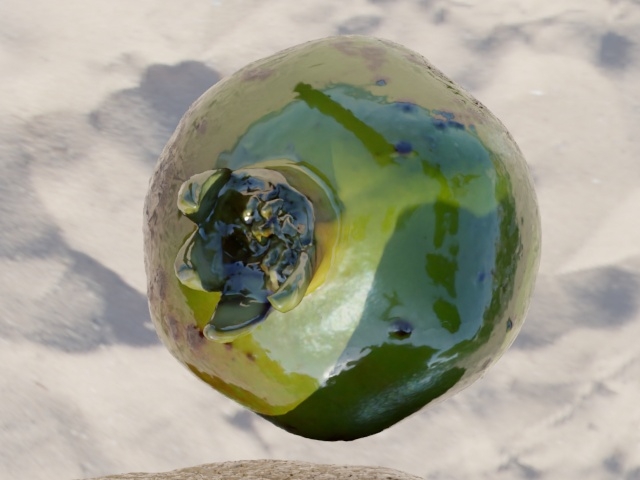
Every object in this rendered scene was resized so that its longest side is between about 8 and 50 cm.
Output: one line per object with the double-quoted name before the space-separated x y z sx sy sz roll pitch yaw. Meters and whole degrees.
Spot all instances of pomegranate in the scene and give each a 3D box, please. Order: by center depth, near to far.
"pomegranate" 0.007 0.010 0.814 0.198 0.246 0.198 1 114 2

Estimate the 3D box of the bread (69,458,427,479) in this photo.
"bread" 0.004 0.172 0.891 0.185 0.380 0.109 2 84 -37
